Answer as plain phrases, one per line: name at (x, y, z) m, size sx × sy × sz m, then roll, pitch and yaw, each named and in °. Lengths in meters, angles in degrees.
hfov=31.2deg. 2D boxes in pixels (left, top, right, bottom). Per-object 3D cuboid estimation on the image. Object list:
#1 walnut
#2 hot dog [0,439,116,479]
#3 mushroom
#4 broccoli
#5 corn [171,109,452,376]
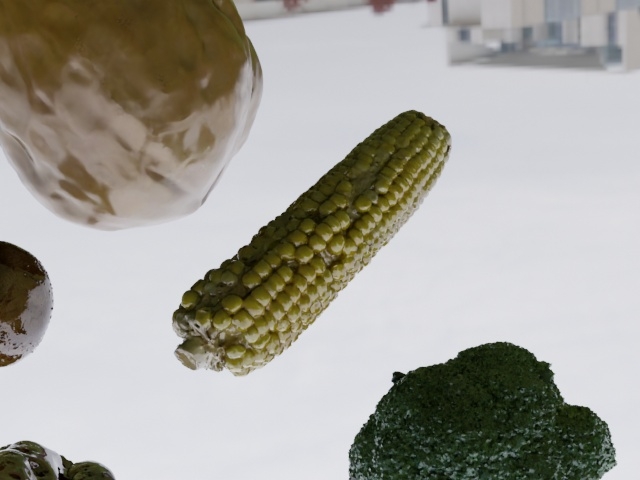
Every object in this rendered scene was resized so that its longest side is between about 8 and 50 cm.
walnut at (-0.238, -0.204, 1.266) m, size 0.308 × 0.398 × 0.354 m, roll -28°, pitch 176°, yaw -2°
hot dog at (-0.290, 0.276, 1.195) m, size 0.162 × 0.082 × 0.270 m, roll 35°, pitch -176°, yaw -3°
mushroom at (-0.320, 0.062, 1.131) m, size 0.087 × 0.127 × 0.127 m, roll -9°, pitch -169°, yaw 27°
broccoli at (0.169, 0.248, 1.106) m, size 0.254 × 0.269 × 0.269 m, roll -27°, pitch -166°, yaw 5°
corn at (0.000, 0.000, 0.979) m, size 0.097 × 0.097 × 0.320 m, roll 13°, pitch -131°, yaw 48°
